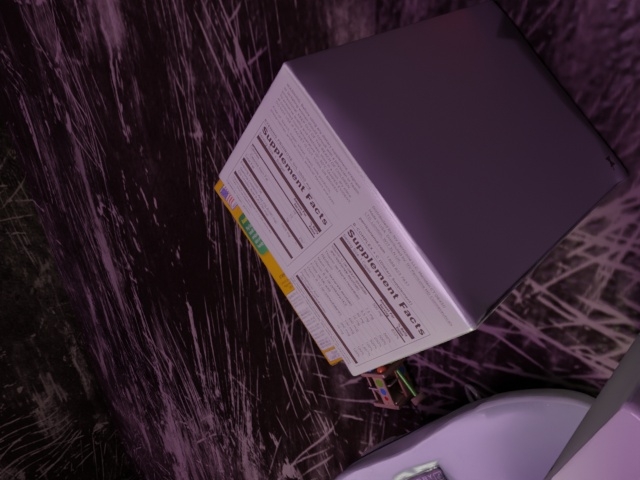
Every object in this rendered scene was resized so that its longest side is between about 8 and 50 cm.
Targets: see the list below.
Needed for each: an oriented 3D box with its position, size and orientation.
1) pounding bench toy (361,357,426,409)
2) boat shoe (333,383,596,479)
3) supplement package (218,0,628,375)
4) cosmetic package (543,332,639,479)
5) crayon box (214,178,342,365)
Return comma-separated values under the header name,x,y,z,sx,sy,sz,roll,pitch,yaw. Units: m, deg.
name,x,y,z,sx,sy,sz,roll,pitch,yaw
pounding bench toy,0.111,0.204,0.784,0.083,0.052,0.065,-13,104,52
boat shoe,0.188,0.269,0.681,0.367,0.156,0.135,-34,82,24
supplement package,0.091,-0.055,0.450,0.204,0.262,0.145,55,143,5
cosmetic package,0.318,0.152,0.364,0.225,0.224,0.138,36,138,28
crayon box,0.000,0.000,0.745,0.323,0.083,0.203,56,143,3
